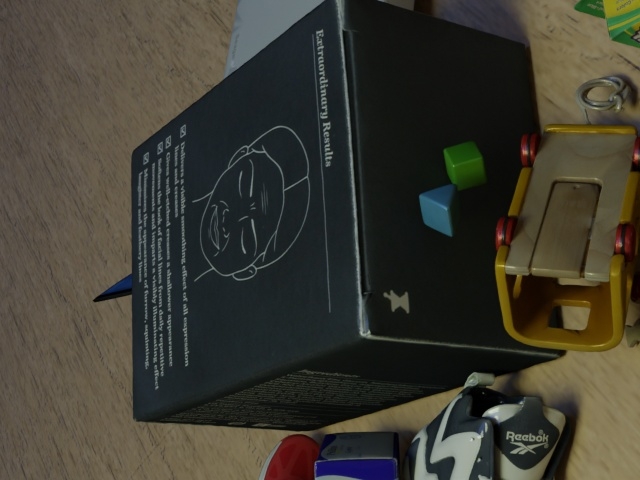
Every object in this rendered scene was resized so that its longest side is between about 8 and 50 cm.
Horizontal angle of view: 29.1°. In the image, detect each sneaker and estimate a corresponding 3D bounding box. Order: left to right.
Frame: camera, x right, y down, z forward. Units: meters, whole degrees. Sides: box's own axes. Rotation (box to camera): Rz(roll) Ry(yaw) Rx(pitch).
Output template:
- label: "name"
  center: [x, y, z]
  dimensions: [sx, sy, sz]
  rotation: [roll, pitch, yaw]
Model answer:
- label: "sneaker"
  center: [-0.016, 0.274, 1.177]
  dimensions: [0.128, 0.087, 0.221]
  rotation: [119, 159, -56]
- label: "sneaker"
  center: [0.152, 0.204, 0.978]
  dimensions: [0.235, 0.094, 0.153]
  rotation: [-108, 32, -50]

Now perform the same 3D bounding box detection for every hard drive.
- label: "hard drive"
  center: [-0.001, -0.269, 1.336]
  dimensions: [0.307, 0.040, 0.203]
  rotation: [-18, 57, 53]

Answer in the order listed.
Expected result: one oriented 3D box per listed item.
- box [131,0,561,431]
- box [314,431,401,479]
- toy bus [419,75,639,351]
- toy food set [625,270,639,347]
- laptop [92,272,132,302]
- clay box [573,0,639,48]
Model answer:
- label: "box"
  center: [0.000, 0.000, 1.148]
  dimensions: [0.395, 0.212, 0.294]
  rotation: [-26, 61, 52]
- label: "box"
  center: [0.037, 0.247, 1.092]
  dimensions: [0.126, 0.072, 0.137]
  rotation: [-25, -68, -86]
- label: "toy bus"
  center: [0.198, -0.009, 0.945]
  dimensions: [0.191, 0.202, 0.104]
  rotation: [51, 161, 46]
- label: "toy food set"
  center: [0.271, 0.035, 0.909]
  dimensions: [0.122, 0.019, 0.078]
  rotation: [-22, 64, 61]
- label: "laptop"
  center: [-0.156, -0.061, 1.463]
  dimensions: [0.234, 0.136, 0.265]
  rotation: [-12, 73, 54]
- label: "clay box"
  center: [0.291, -0.177, 0.825]
  dimensions: [0.222, 0.127, 0.053]
  rotation: [-31, 59, 51]
